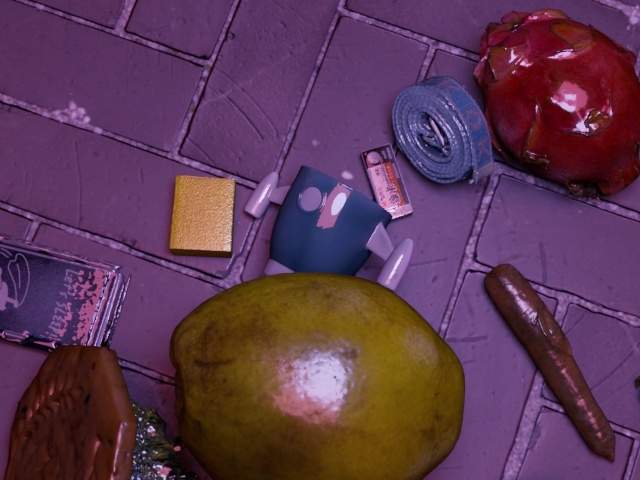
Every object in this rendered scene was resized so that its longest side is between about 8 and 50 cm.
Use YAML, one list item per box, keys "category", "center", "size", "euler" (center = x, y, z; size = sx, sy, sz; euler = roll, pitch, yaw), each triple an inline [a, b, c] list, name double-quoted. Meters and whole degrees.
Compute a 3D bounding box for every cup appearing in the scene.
- category: "cup"
  center: [0.000, 0.000, 1.473]
  size: [0.299, 0.167, 0.173]
  euler: [27, 88, 32]

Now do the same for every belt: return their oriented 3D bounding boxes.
- category: "belt"
  center: [0.189, -0.172, 1.517]
  size: [0.082, 0.147, 0.163]
  euler: [-26, 109, -42]

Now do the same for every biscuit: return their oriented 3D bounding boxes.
- category: "biscuit"
  center: [-0.358, 0.311, 1.344]
  size: [0.046, 0.359, 0.359]
  euler: [15, 76, -37]

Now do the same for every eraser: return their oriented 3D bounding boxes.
- category: "eraser"
  center: [0.105, -0.091, 1.553]
  size: [0.052, 0.029, 0.122]
  euler: [-18, 80, -4]
- category: "eraser"
  center: [-0.184, -0.038, 1.533]
  size: [0.097, 0.045, 0.122]
  euler: [2, 78, 0]

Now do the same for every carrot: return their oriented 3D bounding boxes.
- category: "carrot"
  center: [0.360, 0.185, 1.484]
  size: [0.070, 0.070, 0.342]
  euler: [-30, 82, -6]

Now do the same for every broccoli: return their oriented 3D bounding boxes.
- category: "broccoli"
  center: [-0.253, 0.358, 1.391]
  size: [0.226, 0.176, 0.198]
  euler: [35, 123, -13]

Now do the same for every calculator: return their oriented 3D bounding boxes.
- category: "calculator"
  center: [-0.447, 0.085, 1.517]
  size: [0.274, 0.028, 0.166]
  euler: [15, 76, 1]

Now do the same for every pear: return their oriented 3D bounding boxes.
- category: "pear"
  center: [-0.007, 0.219, 1.328]
  size: [0.413, 0.352, 0.352]
  euler: [9, 79, -11]

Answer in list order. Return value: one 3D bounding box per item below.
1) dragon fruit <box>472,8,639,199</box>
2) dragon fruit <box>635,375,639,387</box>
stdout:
- category: "dragon fruit"
  center: [0.370, -0.208, 1.484]
  size: [0.250, 0.250, 0.315]
  euler: [-16, 96, -3]
- category: "dragon fruit"
  center: [0.545, 0.279, 1.459]
  size: [0.094, 0.094, 0.190]
  euler: [-32, 57, -6]
